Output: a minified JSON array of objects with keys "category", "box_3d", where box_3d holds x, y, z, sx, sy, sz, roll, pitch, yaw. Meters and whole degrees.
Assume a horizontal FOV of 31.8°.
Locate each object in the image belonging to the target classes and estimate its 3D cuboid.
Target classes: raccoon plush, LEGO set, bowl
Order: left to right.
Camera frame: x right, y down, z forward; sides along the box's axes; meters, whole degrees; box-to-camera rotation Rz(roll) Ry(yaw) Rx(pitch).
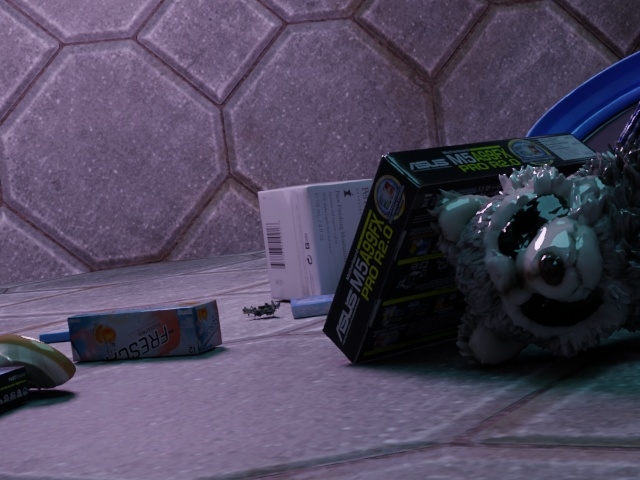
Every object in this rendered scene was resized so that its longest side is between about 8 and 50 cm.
[{"category":"LEGO set","box_3d":[-0.083,0.103,1.613,0.054,0.023,0.083,-5,-10,-8]},{"category":"raccoon plush","box_3d":[0.300,0.029,1.084,0.299,0.216,0.446,-17,-21,21]},{"category":"bowl","box_3d":[0.483,-0.186,1.641,0.391,0.077,0.391,-30,17,10]}]

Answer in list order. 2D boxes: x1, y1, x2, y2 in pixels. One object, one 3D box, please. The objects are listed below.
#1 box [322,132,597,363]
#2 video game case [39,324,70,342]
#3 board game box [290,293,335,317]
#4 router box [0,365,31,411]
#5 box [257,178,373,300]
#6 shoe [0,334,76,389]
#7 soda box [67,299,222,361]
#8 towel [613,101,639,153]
[{"category":"box","box_3d":[0.149,0.004,1.150,0.270,0.216,0.060,-10,42,-36]},{"category":"video game case","box_3d":[-0.332,0.129,1.693,0.119,0.015,0.166,-6,3,13]},{"category":"board game box","box_3d":[0.003,0.090,1.589,0.090,0.020,0.090,-7,4,-3]},{"category":"router box","box_3d":[-0.362,0.153,1.103,0.122,0.038,0.092,-6,3,18]},{"category":"box","box_3d":[0.000,0.000,1.761,0.119,0.181,0.182,-9,4,-28]},{"category":"shoe","box_3d":[-0.350,0.142,1.194,0.219,0.058,0.076,-2,-38,33]},{"category":"soda box","box_3d":[-0.214,0.110,1.370,0.183,0.058,0.063,-7,3,23]},{"category":"towel","box_3d":[0.382,-0.076,1.359,0.040,0.336,0.243,34,22,21]}]
